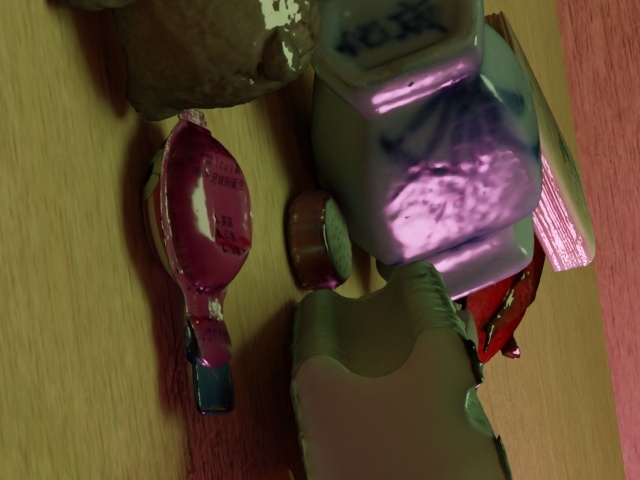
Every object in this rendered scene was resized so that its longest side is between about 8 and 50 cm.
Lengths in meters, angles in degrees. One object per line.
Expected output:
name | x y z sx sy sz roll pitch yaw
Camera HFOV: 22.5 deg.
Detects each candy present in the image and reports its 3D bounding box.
candy | 0.000 0.000 1.595 0.103 0.043 0.103 -9 90 -73

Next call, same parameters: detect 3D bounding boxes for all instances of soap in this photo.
soap | 0.072 0.184 1.356 0.446 0.156 0.261 -96 173 -82

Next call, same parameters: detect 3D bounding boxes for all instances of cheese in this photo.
cheese | -0.094 0.015 1.259 0.155 0.062 0.244 14 70 -71

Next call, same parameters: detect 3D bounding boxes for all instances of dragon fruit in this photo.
dragon fruit | 0.245 0.060 2.179 0.343 0.100 0.282 77 27 -63

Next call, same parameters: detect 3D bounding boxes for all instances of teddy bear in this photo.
teddy bear | -0.100 -0.227 1.191 0.236 0.151 0.267 -35 105 -39

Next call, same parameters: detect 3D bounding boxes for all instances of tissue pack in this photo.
tissue pack | 0.261 -0.116 1.993 0.325 0.071 0.170 55 25 -48

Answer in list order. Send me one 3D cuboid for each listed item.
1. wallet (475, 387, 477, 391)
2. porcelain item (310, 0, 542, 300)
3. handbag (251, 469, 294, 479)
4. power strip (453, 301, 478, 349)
wallet | 0.155 0.191 1.975 0.202 0.059 0.141 -79 156 -48
porcelain item | 0.109 -0.104 1.669 0.405 0.243 0.178 68 -1 -54
handbag | -0.054 0.270 1.145 0.063 0.127 0.190 -114 -172 -69
power strip | 0.127 0.155 1.843 0.288 0.093 0.053 -74 152 -53
